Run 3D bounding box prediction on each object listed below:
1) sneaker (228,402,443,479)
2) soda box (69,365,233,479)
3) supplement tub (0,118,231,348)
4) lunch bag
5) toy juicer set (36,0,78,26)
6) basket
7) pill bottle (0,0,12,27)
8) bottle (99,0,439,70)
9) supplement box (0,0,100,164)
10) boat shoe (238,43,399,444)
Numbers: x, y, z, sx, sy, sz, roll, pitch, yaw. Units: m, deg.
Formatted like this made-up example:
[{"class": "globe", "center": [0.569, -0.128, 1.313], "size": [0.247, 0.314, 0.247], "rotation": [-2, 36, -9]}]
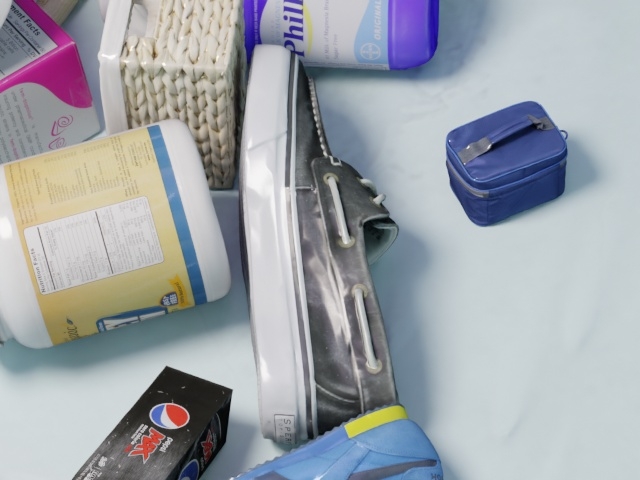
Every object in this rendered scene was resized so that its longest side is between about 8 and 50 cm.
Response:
[{"class": "sneaker", "center": [-0.012, 0.193, 1.346], "size": [0.209, 0.069, 0.082], "rotation": [-25, 67, -8]}, {"class": "soda box", "center": [-0.122, 0.160, 1.353], "size": [0.060, 0.053, 0.169], "rotation": [19, 35, 14]}, {"class": "supplement tub", "center": [-0.179, -0.001, 1.460], "size": [0.199, 0.144, 0.144], "rotation": [-16, 53, -5]}, {"class": "lunch bag", "center": [0.150, -0.065, 1.521], "size": [0.098, 0.065, 0.067], "rotation": [-24, 55, -10]}, {"class": "toy juicer set", "center": [-0.329, -0.259, 1.703], "size": [0.329, 0.089, 0.209], "rotation": [1, 54, 7]}, {"class": "basket", "center": [-0.114, -0.128, 1.539], "size": [0.103, 0.167, 0.113], "rotation": [5, 54, 2]}, {"class": "pill bottle", "center": [-0.341, -0.251, 1.534], "size": [0.153, 0.153, 0.265], "rotation": [-25, 40, -12]}, {"class": "bottle", "center": [-0.042, -0.207, 1.614], "size": [0.283, 0.118, 0.092], "rotation": [4, 19, 8]}, {"class": "supplement box", "center": [-0.305, -0.100, 1.568], "size": [0.220, 0.111, 0.114], "rotation": [-32, 55, -18]}, {"class": "boat shoe", "center": [0.000, 0.000, 1.473], "size": [0.119, 0.121, 0.335], "rotation": [-3, 64, -5]}]
